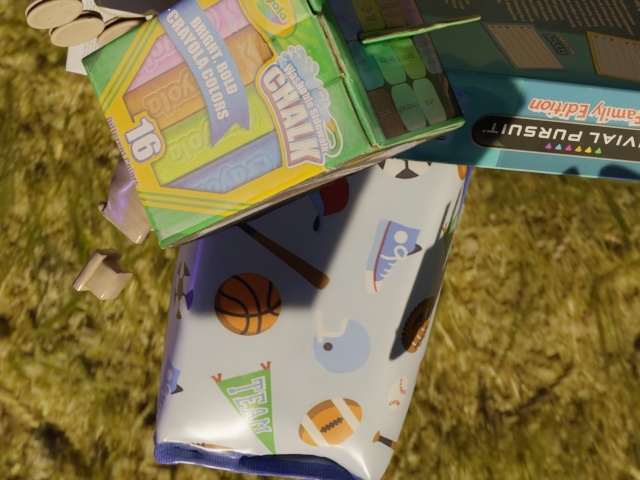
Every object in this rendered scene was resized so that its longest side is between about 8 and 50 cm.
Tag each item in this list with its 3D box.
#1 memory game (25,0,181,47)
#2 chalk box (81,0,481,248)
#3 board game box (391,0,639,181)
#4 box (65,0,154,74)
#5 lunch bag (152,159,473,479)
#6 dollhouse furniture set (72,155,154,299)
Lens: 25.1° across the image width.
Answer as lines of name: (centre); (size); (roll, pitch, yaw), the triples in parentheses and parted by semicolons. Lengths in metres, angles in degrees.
memory game: (-0.097, -0.169, 0.899); (0.186, 0.186, 0.012); (-22, 77, 6)
chalk box: (-0.009, -0.101, 0.862); (0.213, 0.132, 0.132); (-24, 88, 30)
board game box: (0.164, -0.151, 1.069); (0.336, 0.253, 0.079); (5, 129, -13)
box: (-0.250, -0.273, 1.862); (0.137, 0.072, 0.126); (12, 107, 3)
lunch bag: (0.000, 0.000, 1.280); (0.239, 0.385, 0.327); (14, 103, -4)
dollhouse furniture set: (-0.139, -0.125, 1.562); (0.174, 0.303, 0.355); (39, 101, 16)
